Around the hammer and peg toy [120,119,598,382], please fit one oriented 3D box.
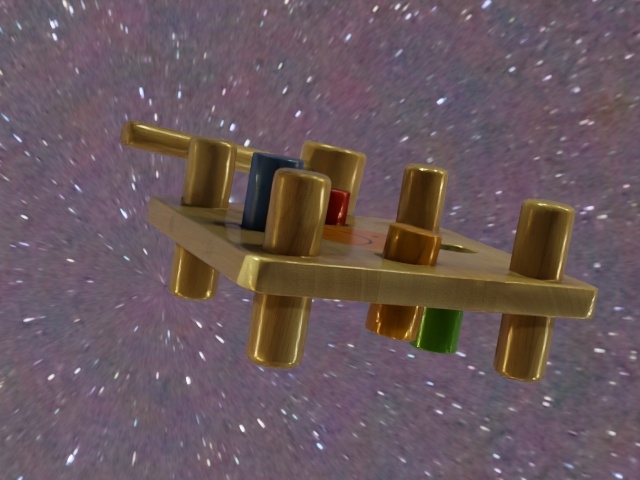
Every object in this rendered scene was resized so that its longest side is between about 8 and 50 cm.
[{"bbox_3d":[0.000,0.000,0.922,0.266,0.361,0.127,6,-81,-24],"label":"hammer and peg toy"}]
